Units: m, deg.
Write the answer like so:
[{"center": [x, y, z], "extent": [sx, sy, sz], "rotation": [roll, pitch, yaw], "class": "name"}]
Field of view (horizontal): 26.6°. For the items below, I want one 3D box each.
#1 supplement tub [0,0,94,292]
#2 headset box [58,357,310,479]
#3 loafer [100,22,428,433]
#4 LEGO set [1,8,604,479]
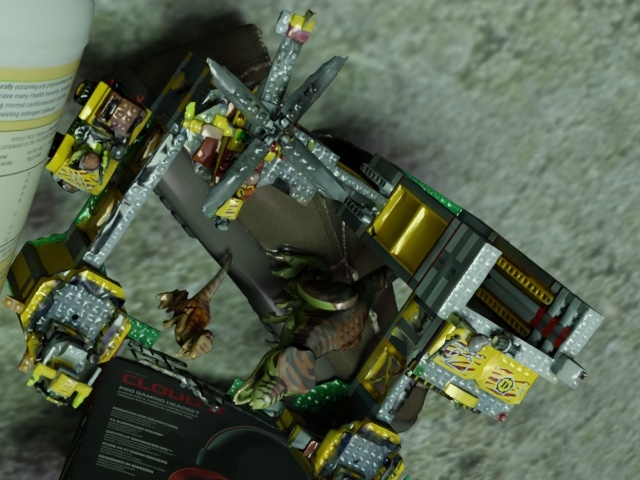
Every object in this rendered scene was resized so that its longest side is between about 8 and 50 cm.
[{"center": [-0.256, -0.071, 0.683], "extent": [0.241, 0.241, 0.331], "rotation": [13, 110, -31], "class": "supplement tub"}, {"center": [-0.080, 0.209, 0.931], "extent": [0.218, 0.293, 0.110], "rotation": [21, 112, -7], "class": "headset box"}, {"center": [0.000, 0.000, 0.928], "extent": [0.130, 0.134, 0.366], "rotation": [-37, 129, 1], "class": "loafer"}, {"center": [-0.006, 0.047, 0.772], "extent": [0.331, 0.192, 0.255], "rotation": [40, 93, -29], "class": "LEGO set"}]
